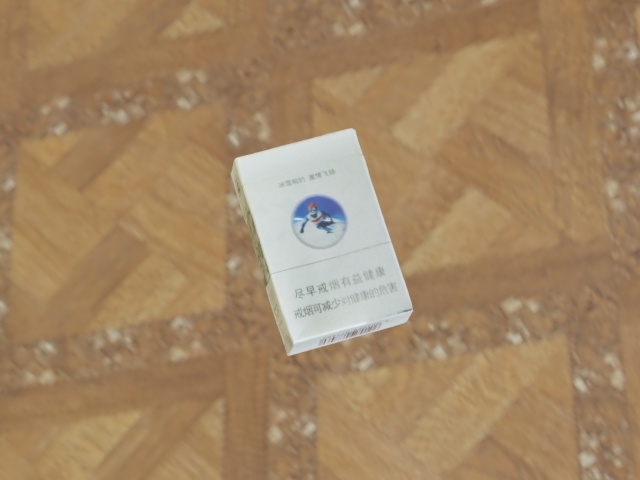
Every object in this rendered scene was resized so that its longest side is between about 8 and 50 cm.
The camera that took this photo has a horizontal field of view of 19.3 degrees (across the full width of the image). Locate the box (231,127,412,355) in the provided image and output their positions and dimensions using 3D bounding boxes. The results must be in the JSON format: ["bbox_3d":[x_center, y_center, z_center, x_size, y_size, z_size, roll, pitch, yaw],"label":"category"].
[{"bbox_3d":[0.000,0.000,0.776,0.054,0.024,0.083,-15,76,-9],"label":"box"}]
